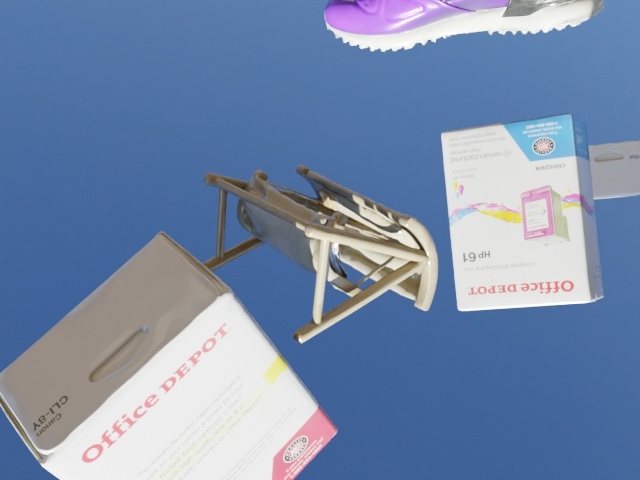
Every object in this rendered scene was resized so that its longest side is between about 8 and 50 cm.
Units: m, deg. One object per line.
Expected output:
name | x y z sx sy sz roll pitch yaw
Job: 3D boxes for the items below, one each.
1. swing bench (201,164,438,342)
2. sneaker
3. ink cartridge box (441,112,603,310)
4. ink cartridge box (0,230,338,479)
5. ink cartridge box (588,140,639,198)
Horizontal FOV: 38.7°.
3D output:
swing bench | 0.000 0.000 1.309 0.254 0.165 0.253 -11 -154 -39
sneaker | 0.131 -0.284 0.920 0.293 0.146 0.102 0 -147 29
ink cartridge box | 0.134 -0.016 0.606 0.088 0.123 0.052 -6 179 24
ink cartridge box | -0.179 0.217 1.165 0.279 0.385 0.160 -44 -131 -13
ink cartridge box | 0.305 -0.074 1.003 0.099 0.056 0.135 -5 -179 7
